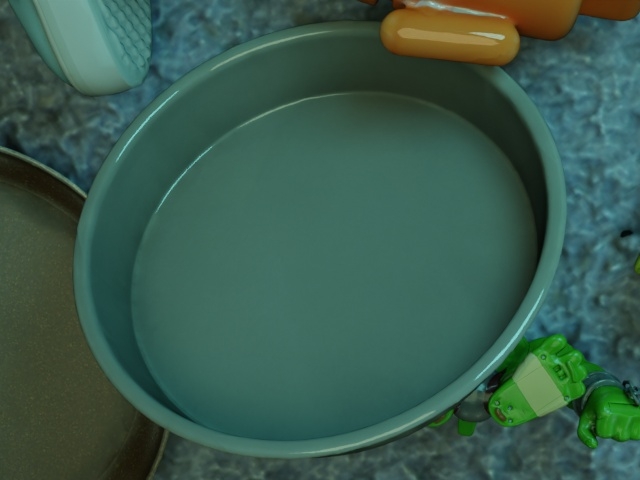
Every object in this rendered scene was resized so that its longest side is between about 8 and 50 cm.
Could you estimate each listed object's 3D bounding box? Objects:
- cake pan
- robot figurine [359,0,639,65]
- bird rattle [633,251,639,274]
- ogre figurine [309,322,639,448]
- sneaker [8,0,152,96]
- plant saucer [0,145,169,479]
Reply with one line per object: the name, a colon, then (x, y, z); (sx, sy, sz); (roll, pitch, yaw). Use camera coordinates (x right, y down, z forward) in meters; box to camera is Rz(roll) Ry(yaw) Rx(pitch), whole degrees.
cake pan: (0.000, 0.000, 0.848); (0.293, 0.054, 0.293); (-7, 58, 12)
robot figurine: (0.090, -0.191, 0.845); (0.219, 0.128, 0.158); (12, 112, 4)
bird rattle: (0.288, -0.066, 0.813); (0.143, 0.207, 0.253); (8, 110, -13)
ogre figurine: (0.095, 0.079, 0.893); (0.197, 0.118, 0.096); (-9, 97, 8)
sneaker: (-0.225, -0.241, 0.881); (0.150, 0.135, 0.366); (-24, 87, 18)
plant saucer: (-0.246, 0.082, 0.970); (0.311, 0.050, 0.310); (1, 99, 6)
